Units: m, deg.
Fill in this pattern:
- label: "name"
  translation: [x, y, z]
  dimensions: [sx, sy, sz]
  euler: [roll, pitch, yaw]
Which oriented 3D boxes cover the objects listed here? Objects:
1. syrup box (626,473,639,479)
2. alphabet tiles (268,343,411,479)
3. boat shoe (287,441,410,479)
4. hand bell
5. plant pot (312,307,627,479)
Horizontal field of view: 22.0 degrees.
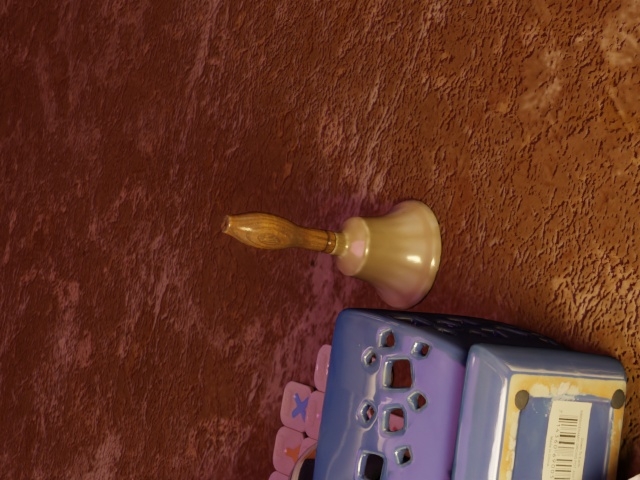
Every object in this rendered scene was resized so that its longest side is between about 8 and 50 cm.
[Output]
- label: "syrup box"
  translation: [0.331, 0.231, 1.377]
  dimensions: [0.237, 0.096, 0.093]
  euler: [-40, 49, 46]
- label: "alphabet tiles"
  translation: [0.016, 0.268, 1.916]
  dimensions: [0.278, 0.021, 0.284]
  euler: [13, 93, 57]
- label: "boat shoe"
  translation: [0.038, 0.447, 1.691]
  dimensions: [0.156, 0.187, 0.500]
  euler: [-16, 67, 58]
- label: "hand bell"
  translation: [0.000, 0.000, 1.801]
  dimensions: [0.126, 0.242, 0.126]
  euler: [-19, 67, 53]
- label: "plant pot"
  translation: [0.150, 0.192, 1.548]
  dimensions: [0.212, 0.236, 0.236]
  euler: [6, 88, 50]
